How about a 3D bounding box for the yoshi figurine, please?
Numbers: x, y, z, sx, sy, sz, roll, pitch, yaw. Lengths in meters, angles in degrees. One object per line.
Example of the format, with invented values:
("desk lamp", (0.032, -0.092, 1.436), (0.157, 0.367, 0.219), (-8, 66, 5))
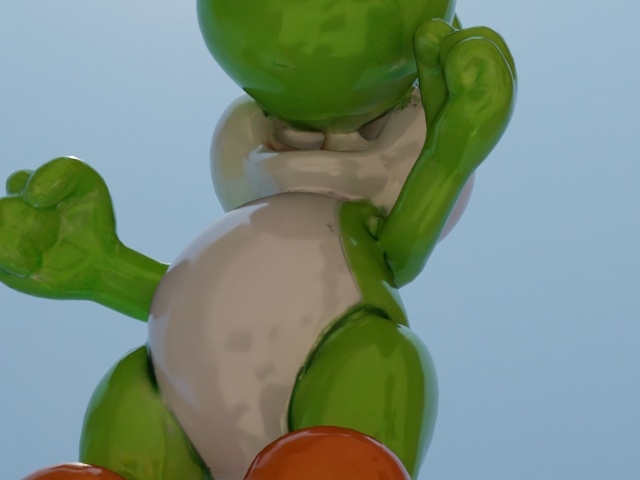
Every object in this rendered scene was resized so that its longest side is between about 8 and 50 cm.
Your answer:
("yoshi figurine", (-0.017, -0.018, 0.765), (0.203, 0.203, 0.362), (26, -136, -11))
